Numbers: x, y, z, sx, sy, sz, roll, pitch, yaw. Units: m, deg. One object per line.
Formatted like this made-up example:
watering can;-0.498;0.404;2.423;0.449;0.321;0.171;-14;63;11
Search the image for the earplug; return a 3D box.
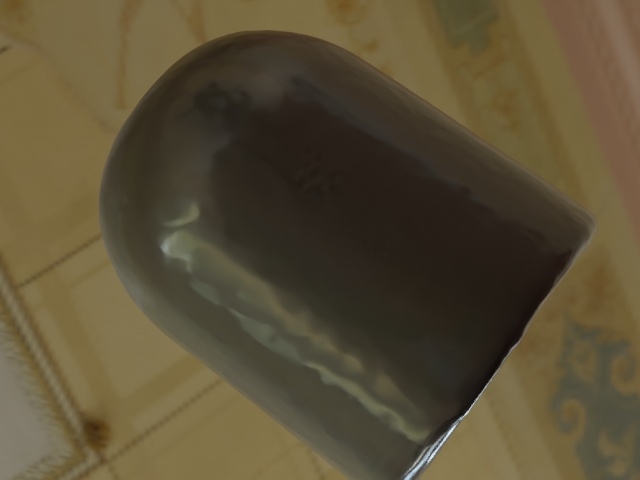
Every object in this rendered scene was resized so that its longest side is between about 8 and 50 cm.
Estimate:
earplug;0.000;0.000;1.597;0.394;0.312;0.312;35;-114;5
